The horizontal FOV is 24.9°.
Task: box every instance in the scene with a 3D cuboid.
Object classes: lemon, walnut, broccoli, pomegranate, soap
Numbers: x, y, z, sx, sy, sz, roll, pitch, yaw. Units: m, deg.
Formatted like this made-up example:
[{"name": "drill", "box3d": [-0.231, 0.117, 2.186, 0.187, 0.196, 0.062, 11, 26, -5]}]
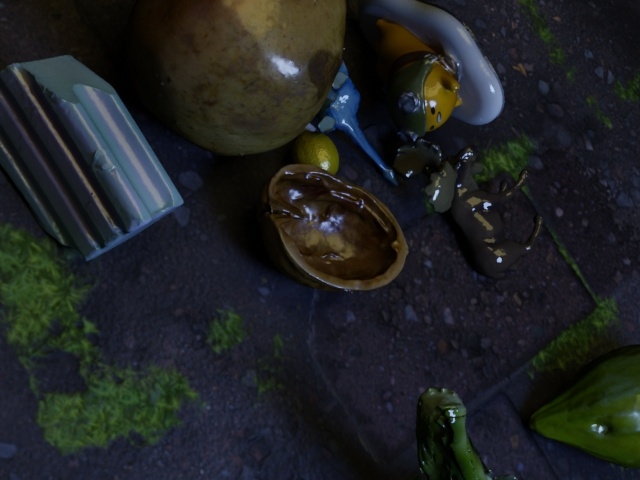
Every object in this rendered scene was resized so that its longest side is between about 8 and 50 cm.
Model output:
[{"name": "lemon", "box3d": [-0.007, -0.103, 1.850, 0.062, 0.062, 0.083, -5, 71, -37]}, {"name": "walnut", "box3d": [0.000, 0.002, 1.785, 0.211, 0.087, 0.167, 21, 50, -28]}, {"name": "broccoli", "box3d": [0.184, 0.297, 1.630, 0.198, 0.275, 0.177, 15, 38, 8]}, {"name": "pomegranate", "box3d": [-0.099, -0.238, 1.718, 0.281, 0.281, 0.281, 16, 59, -28]}, {"name": "soap", "box3d": [-0.273, -0.101, 1.613, 0.091, 0.145, 0.230, -34, 93, -50]}]

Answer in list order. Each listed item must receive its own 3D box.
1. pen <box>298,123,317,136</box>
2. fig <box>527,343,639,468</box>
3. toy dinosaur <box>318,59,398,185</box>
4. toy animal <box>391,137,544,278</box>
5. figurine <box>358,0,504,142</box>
[{"name": "pen", "box3d": [-0.087, -0.199, 1.869, 0.204, 0.025, 0.025, 40, 50, -11]}, {"name": "fig", "box3d": [0.409, 0.217, 1.919, 0.233, 0.167, 0.167, 7, 63, -41]}, {"name": "toy dinosaur", "box3d": [0.004, -0.208, 1.884, 0.329, 0.076, 0.144, 54, 6, 2]}, {"name": "toy animal", "box3d": [0.204, -0.049, 1.955, 0.186, 0.093, 0.214, -17, 86, -31]}, {"name": "figurine", "box3d": [0.109, -0.219, 1.944, 0.250, 0.167, 0.141, 37, 57, 23]}]
